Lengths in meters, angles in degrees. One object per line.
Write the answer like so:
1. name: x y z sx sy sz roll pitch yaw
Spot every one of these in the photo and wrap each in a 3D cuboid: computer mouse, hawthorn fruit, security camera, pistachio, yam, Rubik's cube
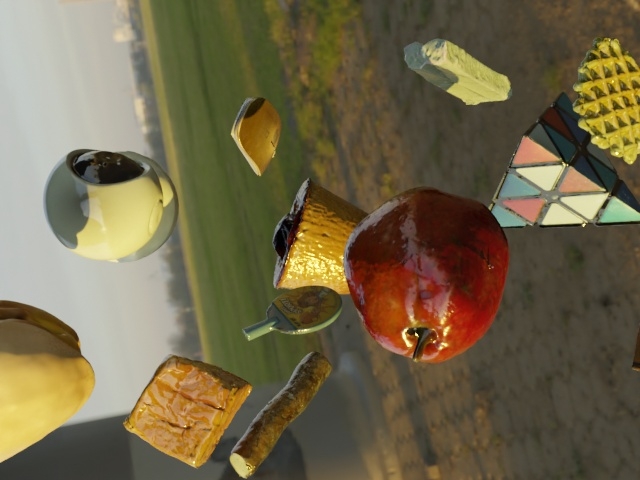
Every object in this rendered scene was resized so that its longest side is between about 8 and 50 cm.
1. computer mouse: -0.106 -0.181 1.731 0.199 0.045 0.102 63 -131 -70
2. hawthorn fruit: 0.141 0.060 1.279 0.261 0.224 0.224 -91 -2 -53
3. security camera: -0.343 -0.055 1.570 0.236 0.194 0.194 -9 -91 -82
4. pistachio: -0.463 0.202 1.301 0.230 0.309 0.230 160 90 -73
5. yam: -0.067 0.289 1.647 0.253 0.061 0.061 -49 -28 -37
6. Rubik's cube: 0.352 -0.112 1.678 0.234 0.284 0.250 -44 34 35

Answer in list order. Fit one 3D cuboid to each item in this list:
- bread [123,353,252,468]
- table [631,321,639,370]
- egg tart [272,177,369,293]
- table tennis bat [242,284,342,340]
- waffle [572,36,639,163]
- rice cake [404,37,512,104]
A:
1. bread: -0.205 0.258 1.527 0.143 0.149 0.158 -62 0 -5
2. table: 0.749 0.125 1.841 0.196 0.250 0.282 11 93 43
3. egg tart: 0.000 0.000 1.789 0.215 0.171 0.215 -164 90 -83
4. table tennis bat: -0.041 0.108 1.424 0.100 0.155 0.019 45 151 48
5. waffle: 0.454 -0.215 1.504 0.036 0.183 0.169 -6 54 56
6. rice cake: 0.209 -0.252 1.477 0.226 0.085 0.040 15 -101 -54
